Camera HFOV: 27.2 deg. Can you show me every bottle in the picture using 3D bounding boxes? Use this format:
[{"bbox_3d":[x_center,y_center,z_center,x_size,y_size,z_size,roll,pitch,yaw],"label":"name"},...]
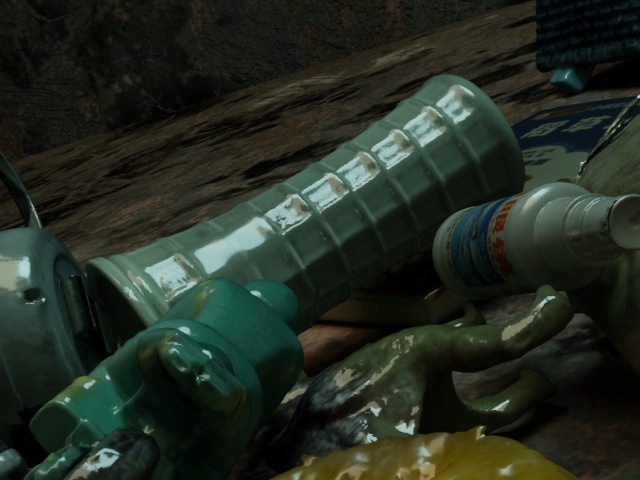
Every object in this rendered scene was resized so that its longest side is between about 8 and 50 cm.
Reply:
[{"bbox_3d":[0.121,0.000,0.711,0.060,0.060,0.217,-23,2,-15],"label":"bottle"}]

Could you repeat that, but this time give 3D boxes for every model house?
[{"bbox_3d":[0.394,-0.276,1.550,0.241,0.226,0.261,-62,21,-10],"label":"model house"}]

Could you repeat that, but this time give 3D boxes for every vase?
[{"bbox_3d":[0.000,0.000,0.929,0.299,0.143,0.143,-32,16,-18],"label":"vase"}]

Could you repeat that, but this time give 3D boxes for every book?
[{"bbox_3d":[0.155,-0.036,1.152,0.428,0.039,0.300,-29,15,-31],"label":"book"}]

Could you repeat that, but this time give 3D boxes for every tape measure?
[{"bbox_3d":[-0.201,-0.008,0.865,0.084,0.330,0.164,-19,-16,-2],"label":"tape measure"}]

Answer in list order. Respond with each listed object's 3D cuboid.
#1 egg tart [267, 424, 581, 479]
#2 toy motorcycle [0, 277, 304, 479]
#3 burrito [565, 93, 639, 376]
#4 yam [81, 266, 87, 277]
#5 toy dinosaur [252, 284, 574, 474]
[{"bbox_3d":[0.022,0.153,0.425,0.288,0.118,0.288,-16,17,5],"label":"egg tart"},{"bbox_3d":[-0.078,0.100,0.675,0.198,0.109,0.296,-48,-1,-4],"label":"toy motorcycle"},{"bbox_3d":[0.207,0.003,0.704,0.175,0.107,0.347,-45,13,11],"label":"burrito"},{"bbox_3d":[-0.175,0.040,1.295,0.274,0.061,0.061,-16,13,14],"label":"yam"},{"bbox_3d":[0.040,0.091,0.738,0.162,0.077,0.294,-27,0,-13],"label":"toy dinosaur"}]
